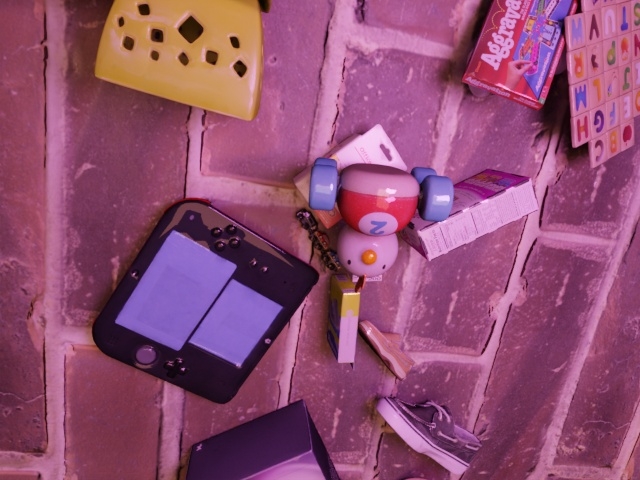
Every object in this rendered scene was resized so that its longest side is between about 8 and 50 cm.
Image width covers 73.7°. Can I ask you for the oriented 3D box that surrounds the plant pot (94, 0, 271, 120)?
[{"bbox_3d":[-0.188,-0.325,0.665,0.228,0.227,0.207,12,110,-11],"label":"plant pot"}]

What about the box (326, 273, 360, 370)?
[{"bbox_3d":[0.047,0.174,0.916,0.042,0.109,0.179,0,106,-12],"label":"box"}]

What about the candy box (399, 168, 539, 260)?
[{"bbox_3d":[0.282,-0.057,0.856,0.233,0.159,0.071,-24,107,0],"label":"candy box"}]

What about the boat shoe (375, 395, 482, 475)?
[{"bbox_3d":[0.267,0.446,1.038,0.335,0.121,0.119,40,90,-27],"label":"boat shoe"}]

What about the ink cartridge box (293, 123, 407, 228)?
[{"bbox_3d":[0.058,-0.131,0.851,0.198,0.067,0.115,-35,108,5],"label":"ink cartridge box"}]

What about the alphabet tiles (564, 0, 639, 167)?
[{"bbox_3d":[0.563,-0.331,0.831,0.285,0.011,0.343,-25,110,-28],"label":"alphabet tiles"}]

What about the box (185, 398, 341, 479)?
[{"bbox_3d":[-0.113,0.582,0.978,0.296,0.183,0.294,-23,107,-1],"label":"box"}]

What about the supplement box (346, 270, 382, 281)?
[{"bbox_3d":[0.086,0.052,0.891,0.062,0.098,0.036,-2,107,-7],"label":"supplement box"}]

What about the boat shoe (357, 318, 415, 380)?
[{"bbox_3d":[0.154,0.237,0.981,0.072,0.068,0.190,-42,118,-8],"label":"boat shoe"}]

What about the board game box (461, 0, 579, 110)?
[{"bbox_3d":[0.368,-0.383,0.767,0.144,0.027,0.282,22,79,4],"label":"board game box"}]

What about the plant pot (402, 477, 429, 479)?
[{"bbox_3d":[0.295,0.777,1.085,0.237,0.237,0.254,-39,121,4],"label":"plant pot"}]

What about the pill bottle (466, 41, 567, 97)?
[{"bbox_3d":[0.379,-0.339,0.821,0.169,0.094,0.094,-14,108,-4],"label":"pill bottle"}]

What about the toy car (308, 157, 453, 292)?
[{"bbox_3d":[0.087,-0.010,0.744,0.218,0.210,0.238,5,106,0],"label":"toy car"}]

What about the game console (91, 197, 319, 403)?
[{"bbox_3d":[-0.238,0.136,0.892,0.341,0.060,0.387,34,100,-15],"label":"game console"}]

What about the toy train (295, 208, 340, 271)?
[{"bbox_3d":[0.000,0.000,0.903,0.036,0.027,0.158,-35,108,-8],"label":"toy train"}]
